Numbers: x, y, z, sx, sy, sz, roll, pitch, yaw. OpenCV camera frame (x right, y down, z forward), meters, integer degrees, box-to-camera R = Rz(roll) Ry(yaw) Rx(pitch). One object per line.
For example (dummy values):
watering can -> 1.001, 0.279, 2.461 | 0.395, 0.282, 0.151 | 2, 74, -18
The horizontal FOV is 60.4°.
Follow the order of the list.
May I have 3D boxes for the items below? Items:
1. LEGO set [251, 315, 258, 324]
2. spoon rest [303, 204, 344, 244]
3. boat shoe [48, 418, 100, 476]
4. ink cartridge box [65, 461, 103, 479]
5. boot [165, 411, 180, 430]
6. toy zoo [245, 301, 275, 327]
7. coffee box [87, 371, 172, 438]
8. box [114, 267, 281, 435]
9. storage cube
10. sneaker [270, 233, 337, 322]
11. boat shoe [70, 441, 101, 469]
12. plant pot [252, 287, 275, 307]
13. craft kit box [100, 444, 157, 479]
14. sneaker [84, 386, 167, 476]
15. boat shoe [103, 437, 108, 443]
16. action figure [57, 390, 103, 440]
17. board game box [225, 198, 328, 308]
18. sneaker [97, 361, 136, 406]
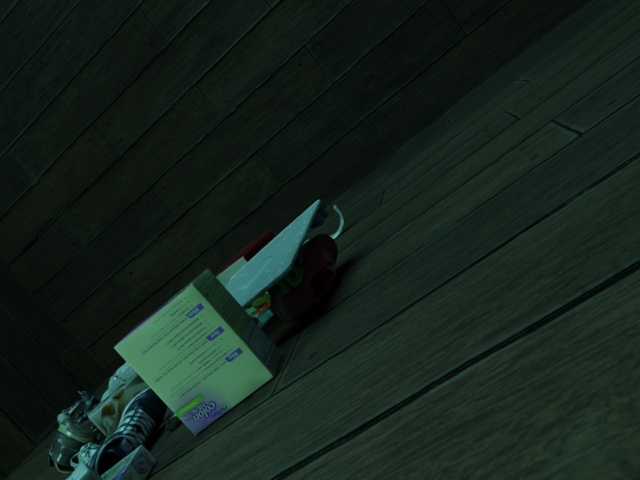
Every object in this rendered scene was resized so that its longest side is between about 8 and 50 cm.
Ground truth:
LEGO set -> -0.261, 0.297, 1.460 | 0.087, 0.093, 0.227 | 14, 41, 42
spoon rest -> 0.000, 0.000, 2.023 | 0.276, 0.084, 0.137 | -52, 4, 9
boat shoe -> -0.758, 0.628, 1.651 | 0.130, 0.132, 0.355 | -64, 3, -31
ink cartridge box -> -0.504, 0.498, 1.022 | 0.189, 0.066, 0.232 | -47, 18, -29
boot -> -0.324, 0.394, 1.312 | 0.106, 0.037, 0.114 | -52, 3, 3
toy zoo -> -0.211, 0.249, 1.669 | 0.192, 0.030, 0.293 | -45, 9, -38
coffee box -> -0.466, 0.422, 1.453 | 0.246, 0.141, 0.098 | -44, 8, -27
box -> -0.240, 0.222, 1.111 | 0.213, 0.243, 0.117 | -39, 7, 11
storage cube -> -0.223, 0.115, 1.947 | 0.215, 0.184, 0.193 | -33, 11, 36
sneaker -> 0.000, 0.085, 1.390 | 0.136, 0.116, 0.314 | -23, 23, 36
boat shoe -> -0.601, 0.574, 1.437 | 0.227, 0.081, 0.079 | -34, 9, 43
plant pot -> -0.167, 0.153, 1.634 | 0.079, 0.083, 0.083 | -18, 19, 38
craft kit box -> -0.450, 0.535, 1.030 | 0.249, 0.061, 0.247 | -38, 4, 8
sneaker -> -0.433, 0.449, 1.271 | 0.153, 0.099, 0.282 | -39, 12, 49
boat shoe -> -0.576, 0.552, 1.574 | 0.045, 0.050, 0.135 | -25, 15, 43
action figure -> -0.793, 0.613, 1.881 | 0.141, 0.164, 0.276 | -49, -3, -31
board game box -> -0.152, 0.099, 1.402 | 0.390, 0.050, 0.390 | -40, 13, 25
sneaker -> -0.582, 0.432, 1.748 | 0.366, 0.137, 0.210 | -50, 12, 28
